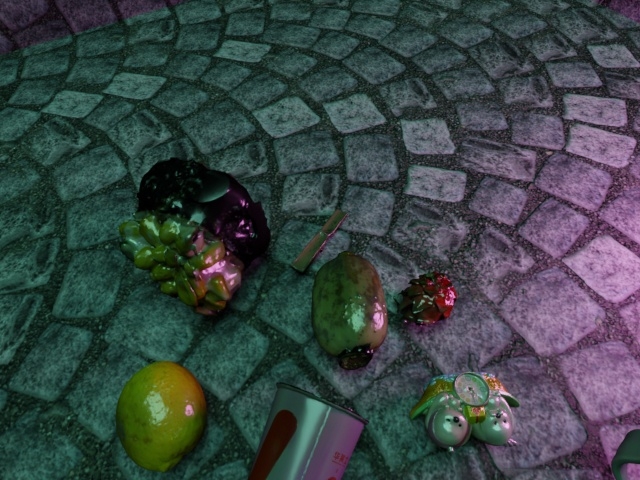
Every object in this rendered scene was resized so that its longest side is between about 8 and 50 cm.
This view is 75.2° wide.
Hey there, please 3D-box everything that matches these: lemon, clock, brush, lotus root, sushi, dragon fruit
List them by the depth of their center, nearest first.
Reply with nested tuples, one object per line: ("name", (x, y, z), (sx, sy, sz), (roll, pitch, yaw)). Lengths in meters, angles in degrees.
("lemon", (-0.317, 0.347, 0.837), (0.170, 0.170, 0.207), (-25, 66, -14))
("clock", (0.296, 0.349, 0.845), (0.231, 0.103, 0.144), (-4, 47, -2))
("lotus root", (0.062, 0.139, 0.978), (0.173, 0.173, 0.309), (-5, 48, -1))
("dragon fruit", (0.252, 0.138, 0.983), (0.142, 0.130, 0.121), (-41, 64, 22))
("sushi", (-0.313, -0.005, 0.989), (0.329, 0.328, 0.285), (24, 70, 16))
("brush", (0.000, 0.000, 1.142), (0.043, 0.036, 0.248), (27, 54, 14))

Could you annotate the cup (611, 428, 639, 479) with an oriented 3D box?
("cup", (0.678, 0.461, 0.591), (0.401, 0.392, 0.310), (10, 51, 15))

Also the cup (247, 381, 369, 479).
("cup", (-0.052, 0.435, 0.761), (0.203, 0.203, 0.288), (17, 64, 14))
